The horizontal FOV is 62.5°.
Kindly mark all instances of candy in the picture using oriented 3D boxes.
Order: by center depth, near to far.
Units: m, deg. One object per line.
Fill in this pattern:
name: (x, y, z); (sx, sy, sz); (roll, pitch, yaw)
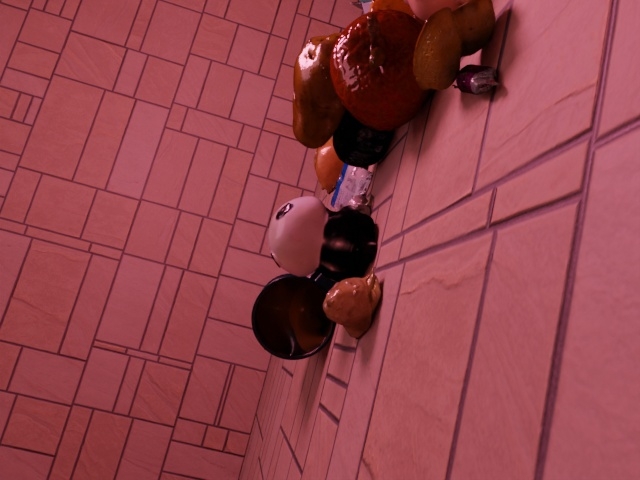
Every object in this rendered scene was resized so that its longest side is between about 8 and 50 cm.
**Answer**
candy: (0.246, -0.256, 0.838); (0.175, 0.045, 0.043); (-98, -9, -71)

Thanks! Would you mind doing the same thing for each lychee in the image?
lychee: (0.142, -0.379, 1.167); (0.300, 0.255, 0.255); (88, -164, -78)

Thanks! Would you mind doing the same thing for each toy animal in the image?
toy animal: (0.245, -0.535, 1.060); (0.154, 0.167, 0.250); (71, -156, -45)
toy animal: (-0.001, -0.002, 1.361); (0.212, 0.267, 0.212); (-167, 90, -88)

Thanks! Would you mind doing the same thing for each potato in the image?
potato: (-0.008, -0.385, 1.413); (0.176, 0.195, 0.369); (-39, -16, -29)

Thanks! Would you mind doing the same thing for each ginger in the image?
ginger: (0.057, 0.154, 1.165); (0.193, 0.123, 0.115); (105, 156, -49)

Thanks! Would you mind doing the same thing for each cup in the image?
cup: (-0.080, 0.191, 1.646); (0.292, 0.242, 0.307); (166, 117, -85)

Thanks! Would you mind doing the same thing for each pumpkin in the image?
pumpkin: (0.121, -0.326, 1.517); (0.233, 0.163, 0.233); (-168, 90, -85)

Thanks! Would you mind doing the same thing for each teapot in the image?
teapot: (0.117, -0.095, 1.488); (0.083, 0.064, 0.064); (-40, 24, 12)

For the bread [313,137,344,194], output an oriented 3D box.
bread: (0.053, -0.316, 2.066); (0.262, 0.163, 0.204); (-65, 10, 7)

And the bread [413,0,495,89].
bread: (0.232, -0.317, 0.885); (0.065, 0.149, 0.187); (55, 171, 24)

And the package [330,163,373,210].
package: (0.096, -0.160, 1.683); (0.173, 0.027, 0.171); (45, 122, 55)

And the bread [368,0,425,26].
bread: (0.189, -0.534, 1.395); (0.312, 0.173, 0.312); (-166, 90, -86)

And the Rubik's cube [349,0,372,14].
Rubik's cube: (0.220, -0.817, 1.683); (0.224, 0.265, 0.213); (-43, -49, -25)
